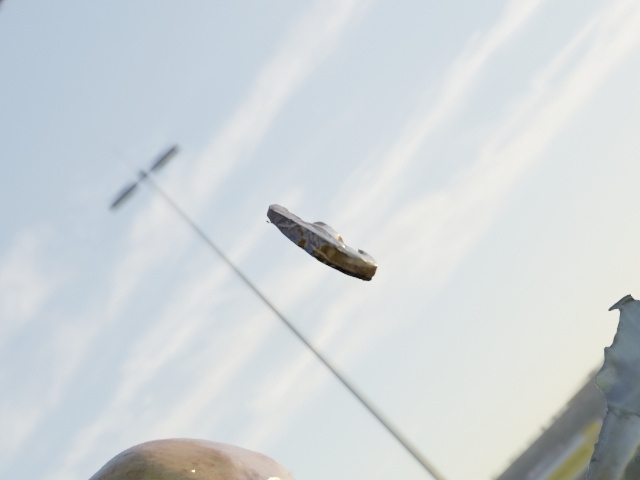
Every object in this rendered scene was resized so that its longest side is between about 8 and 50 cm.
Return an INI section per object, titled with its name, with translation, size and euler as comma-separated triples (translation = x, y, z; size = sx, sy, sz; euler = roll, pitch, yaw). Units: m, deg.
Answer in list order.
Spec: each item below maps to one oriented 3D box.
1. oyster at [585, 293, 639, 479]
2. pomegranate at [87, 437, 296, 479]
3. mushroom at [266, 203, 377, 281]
[oyster]
translation = 0.145, 0.108, 0.629
size = 0.233, 0.107, 0.161
euler = -51, 9, -9
[pomegranate]
translation = -0.116, 0.299, 1.401
size = 0.260, 0.260, 0.260
euler = -42, -12, -11
[mushroom]
translation = 0.000, 0.000, 1.272
size = 0.019, 0.101, 0.049
euler = -62, -11, 16
